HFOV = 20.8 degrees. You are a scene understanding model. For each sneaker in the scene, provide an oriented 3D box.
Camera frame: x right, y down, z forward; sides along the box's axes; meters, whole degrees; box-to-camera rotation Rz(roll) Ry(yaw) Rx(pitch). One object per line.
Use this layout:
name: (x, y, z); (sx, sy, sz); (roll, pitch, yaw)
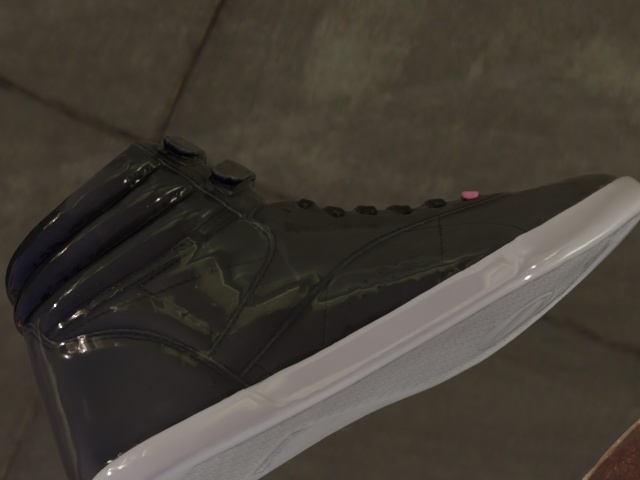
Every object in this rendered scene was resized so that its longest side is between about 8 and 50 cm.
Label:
sneaker: (0.000, 0.000, 0.752); (0.147, 0.296, 0.104); (57, 157, 19)

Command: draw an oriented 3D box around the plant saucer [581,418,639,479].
plant saucer: (0.130, 0.115, 0.534); (0.168, 0.029, 0.168); (-13, 117, -27)
